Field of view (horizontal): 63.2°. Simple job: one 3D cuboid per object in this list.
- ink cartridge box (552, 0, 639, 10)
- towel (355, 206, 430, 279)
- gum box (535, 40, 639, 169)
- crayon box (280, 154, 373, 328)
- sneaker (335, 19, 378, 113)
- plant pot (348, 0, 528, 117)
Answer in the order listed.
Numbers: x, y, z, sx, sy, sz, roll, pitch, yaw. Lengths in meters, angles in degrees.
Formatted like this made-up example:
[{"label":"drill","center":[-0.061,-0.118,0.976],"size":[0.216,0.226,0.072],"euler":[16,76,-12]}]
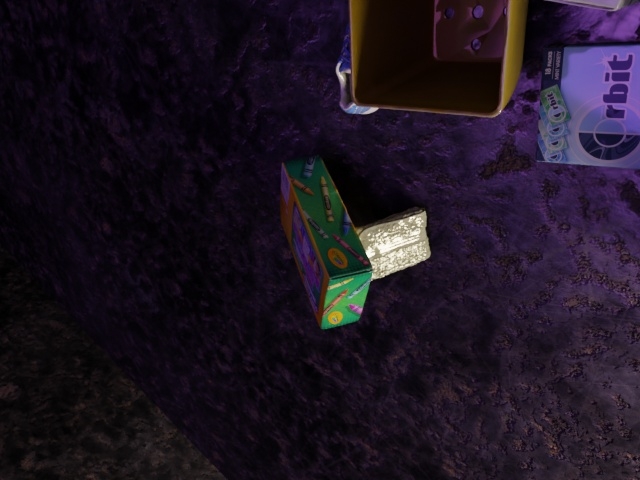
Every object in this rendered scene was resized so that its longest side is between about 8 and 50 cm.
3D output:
[{"label":"ink cartridge box","center":[0.313,-0.332,0.545],"size":[0.086,0.208,0.153],"euler":[25,127,27]},{"label":"towel","center":[0.131,0.008,0.935],"size":[0.027,0.148,0.110],"euler":[-146,41,-62]},{"label":"gum box","center":[0.388,-0.177,0.685],"size":[0.184,0.041,0.157],"euler":[11,120,35]},{"label":"crayon box","center":[0.000,0.000,0.962],"size":[0.165,0.081,0.279],"euler":[98,155,-52]},{"label":"sneaker","center":[0.071,-0.308,0.851],"size":[0.080,0.081,0.211],"euler":[18,122,34]},{"label":"plant pot","center":[0.176,-0.297,0.694],"size":[0.212,0.187,0.213],"euler":[15,121,34]}]
